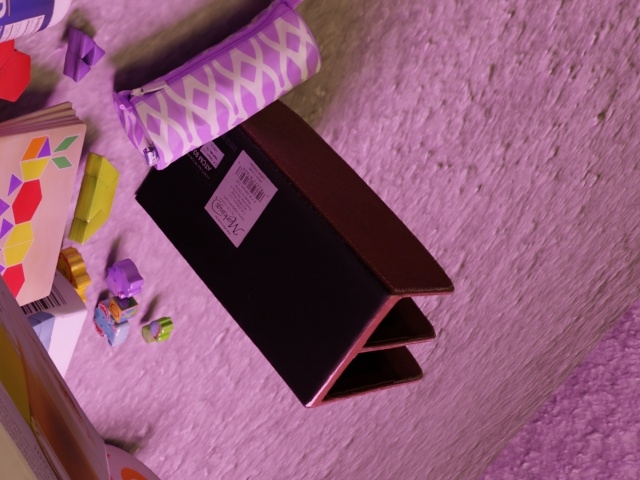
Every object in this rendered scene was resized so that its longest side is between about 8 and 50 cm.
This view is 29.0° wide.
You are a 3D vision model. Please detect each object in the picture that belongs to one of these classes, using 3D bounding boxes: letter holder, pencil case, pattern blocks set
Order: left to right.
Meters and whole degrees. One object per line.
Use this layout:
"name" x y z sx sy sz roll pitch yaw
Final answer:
"pattern blocks set" -0.259 -0.025 1.056 0.285 0.026 0.324 -7 117 -70
"pencil case" -0.098 -0.150 1.160 0.206 0.086 0.088 -34 133 -17
"letter holder" 0.000 0.000 1.263 0.214 0.302 0.152 -2 133 -52

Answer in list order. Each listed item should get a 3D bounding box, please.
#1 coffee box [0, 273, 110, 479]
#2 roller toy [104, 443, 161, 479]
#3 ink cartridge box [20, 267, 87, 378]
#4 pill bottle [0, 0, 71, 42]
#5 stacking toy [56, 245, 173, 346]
"coffee box" -0.352 0.121 0.762 0.338 0.337 0.334 -29 -166 -6
"roller toy" -0.277 0.368 1.582 0.146 0.209 0.191 -45 128 7
"ink cartridge box" -0.426 0.205 1.248 0.308 0.091 0.385 -16 143 -41
"pill bottle" -0.237 -0.194 0.869 0.187 0.112 0.112 -25 149 -31
"stacking toy" -0.224 0.066 1.353 0.167 0.052 0.221 -21 151 -37
